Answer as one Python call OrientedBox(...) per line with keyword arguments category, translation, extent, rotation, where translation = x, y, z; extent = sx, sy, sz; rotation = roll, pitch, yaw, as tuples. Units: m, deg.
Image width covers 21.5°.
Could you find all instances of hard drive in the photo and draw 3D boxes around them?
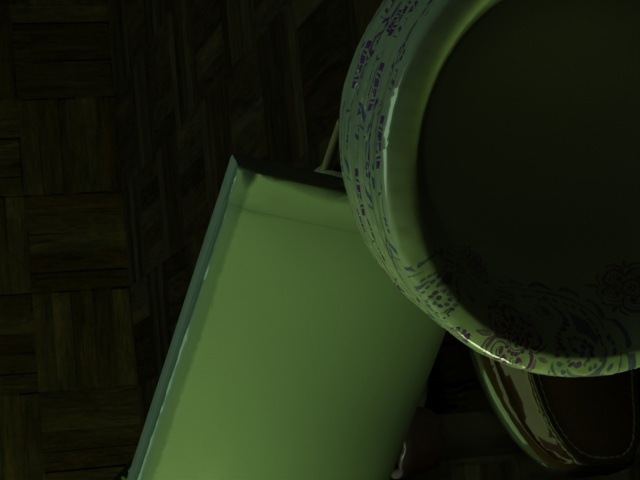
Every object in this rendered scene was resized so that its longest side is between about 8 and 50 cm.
OrientedBox(category="hard drive", translation=(-0.017, 0.099, 1.297), extent=(0.040, 0.203, 0.307), rotation=(-123, 49, -62))

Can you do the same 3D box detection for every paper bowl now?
OrientedBox(category="paper bowl", translation=(0.150, -0.069, 1.051), extent=(0.148, 0.284, 0.284), rotation=(-137, 46, -68))

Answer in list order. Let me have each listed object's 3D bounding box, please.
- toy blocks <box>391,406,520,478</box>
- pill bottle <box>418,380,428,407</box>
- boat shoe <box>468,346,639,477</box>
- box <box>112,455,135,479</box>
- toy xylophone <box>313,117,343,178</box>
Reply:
OrientedBox(category="toy blocks", translation=(0.069, 0.333, 1.453), extent=(0.309, 0.260, 0.288), rotation=(-114, 26, -50))
OrientedBox(category="pill bottle", translation=(0.022, 0.149, 1.673), extent=(0.283, 0.161, 0.161), rotation=(103, 160, -74))
OrientedBox(category="boat shoe", translation=(0.176, 0.015, 1.278), extent=(0.120, 0.123, 0.324), rotation=(122, 141, -58))
OrientedBox(category="box", translation=(-0.114, 0.327, 1.789), extent=(0.270, 0.216, 0.060), rotation=(51, 164, -30))
OrientedBox(category="toy xylophone", translation=(0.000, 0.000, 1.892), extent=(0.322, 0.081, 0.236), rotation=(122, 172, -76))
